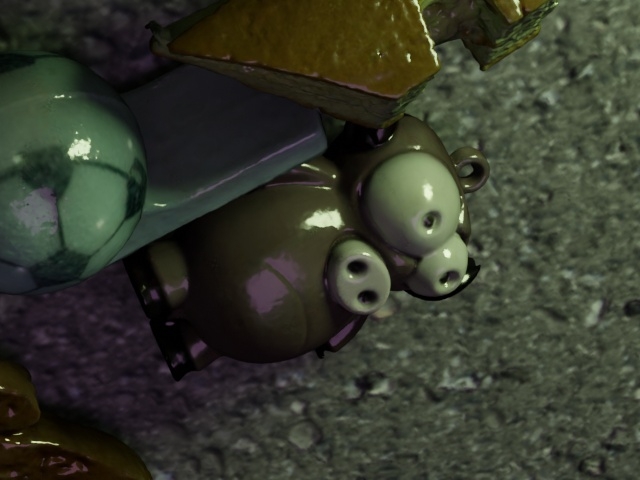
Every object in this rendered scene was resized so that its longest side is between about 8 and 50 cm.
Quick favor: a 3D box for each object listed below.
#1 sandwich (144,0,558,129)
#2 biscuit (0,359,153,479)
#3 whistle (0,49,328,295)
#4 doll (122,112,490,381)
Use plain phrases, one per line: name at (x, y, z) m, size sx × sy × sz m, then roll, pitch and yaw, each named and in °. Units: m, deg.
sandwich at (0.025, -0.134, 1.138) m, size 0.236 × 0.122 × 0.128 m, roll -31°, pitch 90°, yaw -10°
biscuit at (-0.295, 0.206, 1.366) m, size 0.367 × 0.063 × 0.314 m, roll 11°, pitch 119°, yaw -27°
whistle at (-0.149, -0.057, 1.158) m, size 0.290 × 0.163 × 0.163 m, roll -28°, pitch 131°, yaw -1°
doll at (-0.002, 0.000, 1.280) m, size 0.257 × 0.117 × 0.182 m, roll -20°, pitch 125°, yaw -2°
